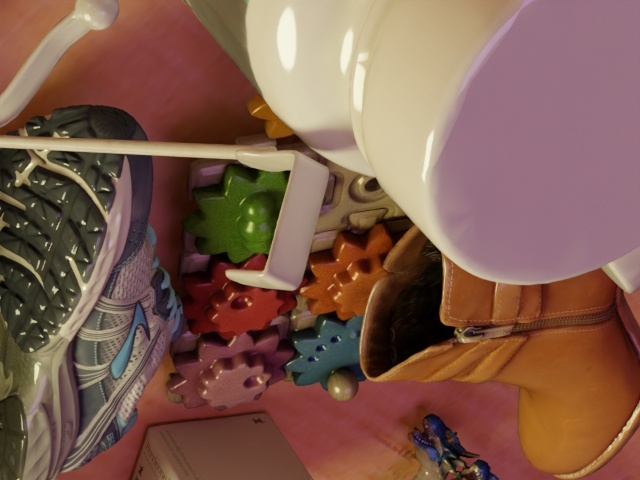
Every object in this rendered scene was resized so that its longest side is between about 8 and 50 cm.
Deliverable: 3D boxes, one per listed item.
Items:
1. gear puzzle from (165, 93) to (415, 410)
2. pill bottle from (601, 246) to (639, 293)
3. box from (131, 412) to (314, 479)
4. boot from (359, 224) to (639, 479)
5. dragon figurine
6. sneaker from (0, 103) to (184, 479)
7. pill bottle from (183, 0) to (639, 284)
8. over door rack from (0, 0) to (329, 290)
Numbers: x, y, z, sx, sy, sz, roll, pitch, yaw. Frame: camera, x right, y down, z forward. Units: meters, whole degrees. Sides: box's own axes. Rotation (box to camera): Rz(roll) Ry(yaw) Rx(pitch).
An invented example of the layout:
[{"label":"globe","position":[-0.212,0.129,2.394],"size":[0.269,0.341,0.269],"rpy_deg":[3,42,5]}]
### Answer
[{"label":"gear puzzle","position":[0.000,0.000,1.134],"size":[0.175,0.044,0.339],"rpy_deg":[-9,142,-16]},{"label":"pill bottle","position":[0.244,-0.113,1.013],"size":[0.301,0.169,0.169],"rpy_deg":[-39,139,3]},{"label":"box","position":[-0.065,0.185,1.271],"size":[0.102,0.101,0.087],"rpy_deg":[-3,128,-33]},{"label":"boot","position":[0.125,0.071,1.212],"size":[0.220,0.109,0.283],"rpy_deg":[-16,141,-34]},{"label":"dragon figurine","position":[0.078,0.260,1.452],"size":[0.144,0.085,0.289],"rpy_deg":[-23,136,-15]},{"label":"sneaker","position":[-0.137,0.027,1.095],"size":[0.122,0.110,0.283],"rpy_deg":[-18,144,-38]},{"label":"pill bottle","position":[0.029,-0.156,0.826],"size":[0.204,0.361,0.204],"rpy_deg":[-20,136,-21]},{"label":"over door rack","position":[-0.167,-0.096,0.795],"size":[0.239,0.324,0.108],"rpy_deg":[24,89,-44]}]
